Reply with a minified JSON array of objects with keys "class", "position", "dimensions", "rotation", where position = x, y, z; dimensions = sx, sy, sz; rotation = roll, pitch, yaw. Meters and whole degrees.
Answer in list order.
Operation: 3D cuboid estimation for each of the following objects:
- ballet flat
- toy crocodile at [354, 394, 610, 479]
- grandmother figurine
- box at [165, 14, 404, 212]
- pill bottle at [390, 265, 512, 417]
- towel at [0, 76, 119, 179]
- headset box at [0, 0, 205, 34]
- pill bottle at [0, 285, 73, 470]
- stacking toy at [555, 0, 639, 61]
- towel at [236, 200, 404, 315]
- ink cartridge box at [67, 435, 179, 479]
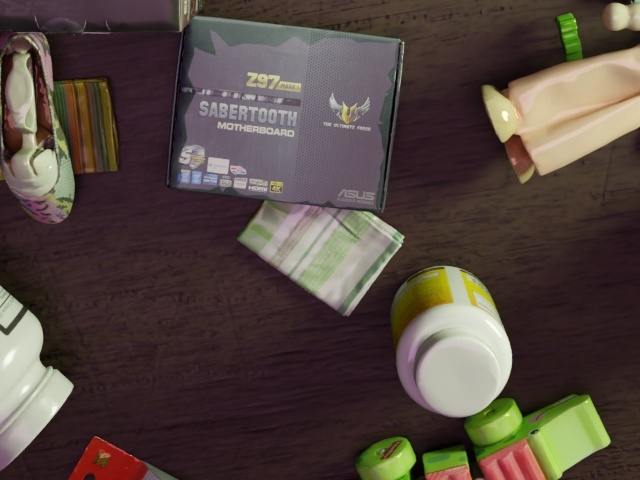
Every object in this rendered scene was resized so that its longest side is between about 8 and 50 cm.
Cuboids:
[{"class":"ballet flat","position":[-0.303,-0.116,1.520],"dimensions":[0.076,0.079,0.222],"rotation":[-4,107,1]},{"class":"toy crocodile","position":[0.153,0.264,1.621],"dimensions":[0.340,0.105,0.115],"rotation":[-21,103,5]},{"class":"grandmother figurine","position":[0.347,-0.163,1.497],"dimensions":[0.342,0.104,0.208],"rotation":[-22,145,13]},{"class":"box","position":[-0.038,-0.132,1.537],"dimensions":[0.232,0.059,0.183],"rotation":[7,96,-2]},{"class":"pill bottle","position":[0.134,0.107,1.525],"dimensions":[0.117,0.215,0.117],"rotation":[0,104,1]},{"class":"towel","position":[-0.336,-0.113,1.572],"dimensions":[0.237,0.021,0.102],"rotation":[-6,103,2]},{"class":"headset box","position":[-0.227,-0.261,1.394],"dimensions":[0.218,0.293,0.110],"rotation":[1,104,1]},{"class":"pill bottle","position":[-0.421,0.093,1.541],"dimensions":[0.323,0.181,0.181],"rotation":[43,100,-9]},{"class":"stacking toy","position":[0.312,-0.302,1.509],"dimensions":[0.167,0.052,0.221],"rotation":[-13,107,2]},{"class":"towel","position":[0.000,0.000,1.598],"dimensions":[0.152,0.023,0.113],"rotation":[35,101,-8]},{"class":"ink cartridge box","position":[-0.213,0.326,1.670],"dimensions":[0.179,0.045,0.145],"rotation":[30,102,-10]}]
